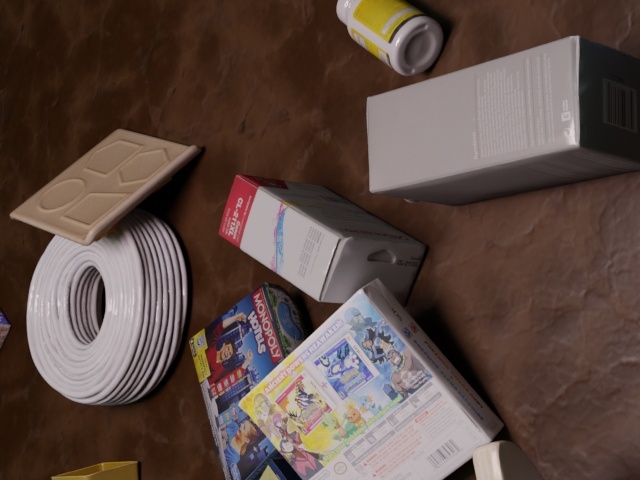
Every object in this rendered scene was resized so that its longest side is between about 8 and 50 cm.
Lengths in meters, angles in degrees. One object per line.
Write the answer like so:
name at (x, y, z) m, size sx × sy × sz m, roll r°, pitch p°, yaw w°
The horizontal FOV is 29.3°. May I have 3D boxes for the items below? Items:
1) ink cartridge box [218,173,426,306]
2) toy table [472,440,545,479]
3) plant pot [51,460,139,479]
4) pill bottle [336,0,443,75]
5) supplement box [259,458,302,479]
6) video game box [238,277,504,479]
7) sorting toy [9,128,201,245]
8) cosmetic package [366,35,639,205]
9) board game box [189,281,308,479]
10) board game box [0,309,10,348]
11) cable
ink cartridge box at (0.000, 0.000, 1.254) m, size 0.175 × 0.127 × 0.072 m, roll 32°, pitch 108°, yaw 44°
toy table at (0.199, 0.290, 0.987) m, size 0.274 × 0.161 × 0.252 m, roll -36°, pitch 60°, yaw 36°
plant pot at (-0.277, 0.328, 1.536) m, size 0.081 × 0.081 × 0.083 m, roll -13°, pitch 86°, yaw 44°
pill bottle at (0.068, -0.222, 1.260) m, size 0.116 × 0.065 × 0.065 m, roll 43°, pitch 115°, yaw 40°
supplement box at (-0.030, 0.290, 1.297) m, size 0.083 × 0.056 × 0.083 m, roll 47°, pitch 117°, yaw 39°
video game box at (0.044, 0.169, 1.191) m, size 0.187 × 0.048 × 0.205 m, roll 49°, pitch 122°, yaw 5°
sorting toy at (-0.269, -0.066, 1.537) m, size 0.208 × 0.193 × 0.038 m, roll 13°, pitch 138°, yaw 48°
cosmetic package at (0.166, -0.099, 1.099) m, size 0.238 × 0.127 × 0.107 m, roll -6°, pitch 80°, yaw 44°
board game box at (-0.045, 0.154, 1.330) m, size 0.194 × 0.060 × 0.194 m, roll -36°, pitch 60°, yaw 36°
board game box at (-0.644, 0.090, 1.837) m, size 0.291 × 0.232 × 0.141 m, roll 46°, pitch 117°, yaw 38°
cable at (-0.274, 0.081, 1.556) m, size 0.257 × 0.089 × 0.257 m, roll 29°, pitch 106°, yaw 44°
